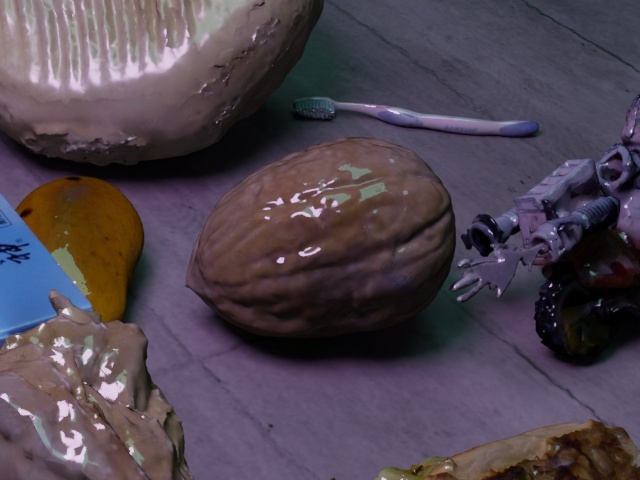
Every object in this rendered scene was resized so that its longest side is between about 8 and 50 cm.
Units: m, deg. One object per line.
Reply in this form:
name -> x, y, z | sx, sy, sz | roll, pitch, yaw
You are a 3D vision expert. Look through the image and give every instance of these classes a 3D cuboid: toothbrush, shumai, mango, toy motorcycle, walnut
toothbrush -> 0.104, -0.132, 1.475 | 0.269, 0.021, 0.027 | 5, 47, -5
shumai -> -0.153, 0.175, 0.814 | 0.314, 0.267, 0.262 | 15, 13, 25
mango -> -0.210, 0.014, 1.143 | 0.115, 0.090, 0.178 | 13, 42, -6
toy motorcycle -> 0.242, -0.008, 1.173 | 0.401, 0.207, 0.134 | -19, 14, -28
walnut -> 0.001, 0.002, 1.123 | 0.231, 0.178, 0.178 | -16, 37, -2

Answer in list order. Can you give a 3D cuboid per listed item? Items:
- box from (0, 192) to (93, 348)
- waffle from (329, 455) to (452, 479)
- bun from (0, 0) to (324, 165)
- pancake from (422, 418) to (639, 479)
box -> -0.255, 0.051, 1.026 | 0.083, 0.142, 0.232 | -16, 42, -30
waffle -> 0.098, 0.231, 0.919 | 0.208, 0.054, 0.214 | 2, 41, -15
bun -> -0.181, -0.227, 1.347 | 0.362, 0.234, 0.326 | -40, 79, -16
pancake -> 0.164, 0.227, 0.884 | 0.244, 0.057, 0.266 | 37, 46, 6
